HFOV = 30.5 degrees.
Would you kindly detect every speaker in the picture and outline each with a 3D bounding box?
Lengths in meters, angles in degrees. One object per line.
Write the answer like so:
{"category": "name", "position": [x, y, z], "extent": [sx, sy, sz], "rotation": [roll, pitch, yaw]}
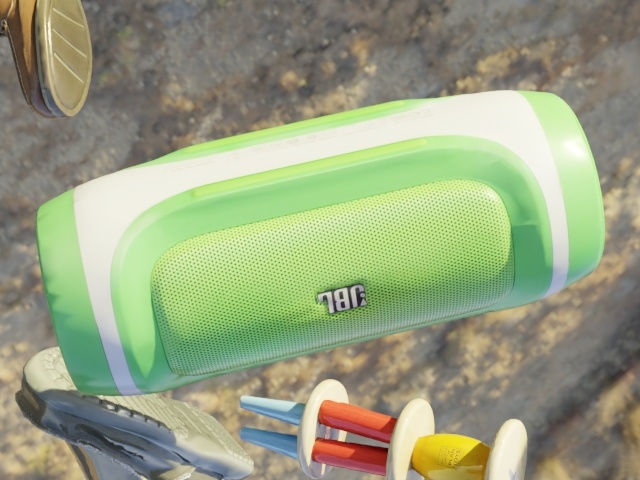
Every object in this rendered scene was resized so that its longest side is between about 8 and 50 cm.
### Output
{"category": "speaker", "position": [0.000, 0.000, 0.661], "extent": [0.296, 0.131, 0.131], "rotation": [-13, 151, -5]}

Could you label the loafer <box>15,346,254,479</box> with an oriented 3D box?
{"category": "loafer", "position": [-0.140, 0.156, 0.866], "extent": [0.087, 0.094, 0.251], "rotation": [-49, 142, 0]}

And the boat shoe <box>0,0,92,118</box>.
{"category": "boat shoe", "position": [-0.346, -0.275, 1.396], "extent": [0.104, 0.307, 0.111], "rotation": [-13, 158, 12]}

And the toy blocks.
{"category": "toy blocks", "position": [0.029, 0.134, 0.608], "extent": [0.054, 0.148, 0.123], "rotation": [-42, 134, -53]}
